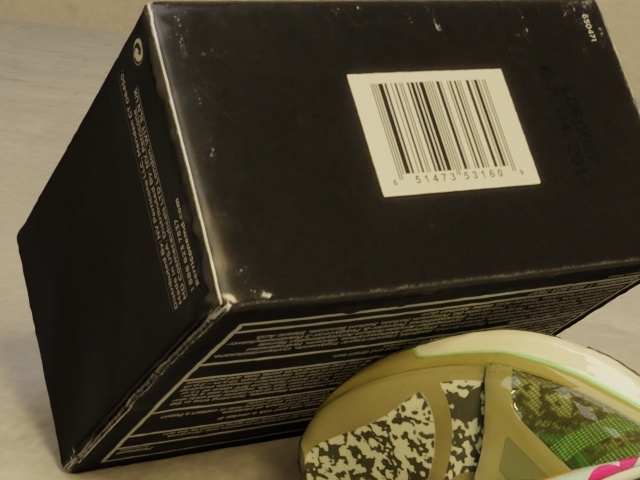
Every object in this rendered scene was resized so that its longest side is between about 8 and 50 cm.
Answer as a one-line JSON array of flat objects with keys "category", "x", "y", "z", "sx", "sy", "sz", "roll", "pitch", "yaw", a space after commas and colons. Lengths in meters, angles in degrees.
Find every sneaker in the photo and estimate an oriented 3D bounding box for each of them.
[{"category": "sneaker", "x": 0.138, "y": 0.166, "z": 0.697, "sx": 0.410, "sy": 0.158, "sz": 0.182, "roll": 10, "pitch": 35, "yaw": 35}]

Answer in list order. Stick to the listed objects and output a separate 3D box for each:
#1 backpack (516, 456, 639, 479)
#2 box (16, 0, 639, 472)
[{"category": "backpack", "x": 0.068, "y": 0.188, "z": 0.428, "sx": 0.253, "sy": 0.225, "sz": 0.191, "roll": -16, "pitch": -11, "yaw": -43}, {"category": "box", "x": 0.000, "y": 0.000, "z": 0.867, "sx": 0.296, "sy": 0.183, "sz": 0.294, "roll": -5, "pitch": -22, "yaw": -29}]
